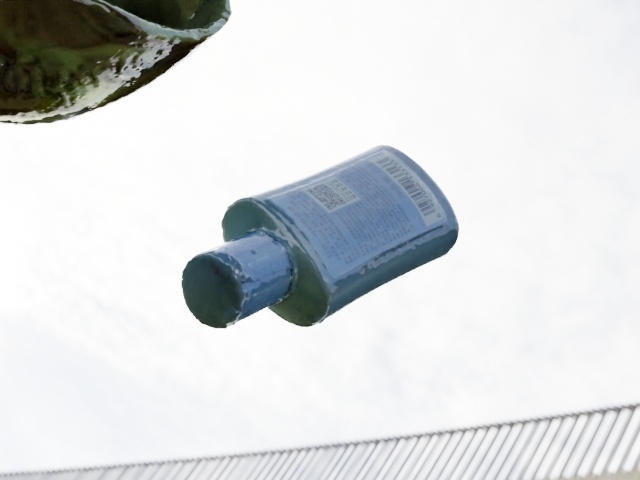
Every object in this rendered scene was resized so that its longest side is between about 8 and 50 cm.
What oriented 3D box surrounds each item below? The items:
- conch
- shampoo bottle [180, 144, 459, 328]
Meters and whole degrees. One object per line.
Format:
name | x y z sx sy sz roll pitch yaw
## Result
conch | -0.153 -0.138 0.596 0.124 0.187 0.181 -35 -110 42
shampoo bottle | 0.000 0.000 0.916 0.104 0.258 0.061 50 -54 12
